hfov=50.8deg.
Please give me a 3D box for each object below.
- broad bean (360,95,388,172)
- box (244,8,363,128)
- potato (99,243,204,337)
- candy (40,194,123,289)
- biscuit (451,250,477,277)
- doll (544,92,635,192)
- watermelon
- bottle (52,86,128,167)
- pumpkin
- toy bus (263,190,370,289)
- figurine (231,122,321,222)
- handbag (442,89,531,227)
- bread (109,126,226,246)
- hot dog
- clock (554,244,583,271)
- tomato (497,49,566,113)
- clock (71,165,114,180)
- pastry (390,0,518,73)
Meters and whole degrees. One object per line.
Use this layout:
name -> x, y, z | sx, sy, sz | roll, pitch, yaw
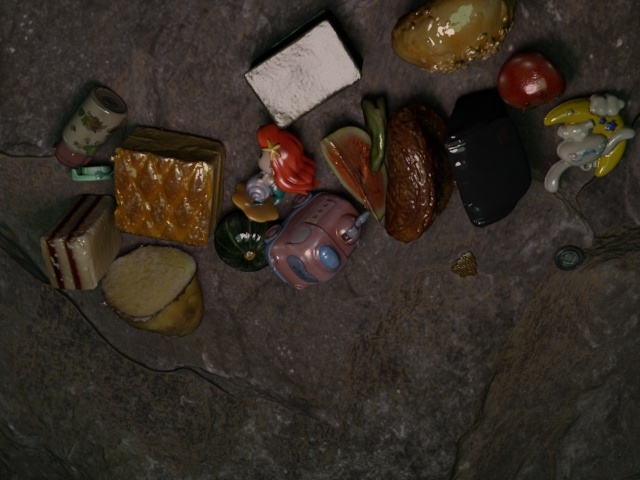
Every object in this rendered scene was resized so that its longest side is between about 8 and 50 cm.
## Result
broad bean -> 0.154, -0.289, 1.815 | 0.072, 0.153, 0.207 | -7, 88, 8
box -> -0.043, -0.448, 1.762 | 0.273, 0.143, 0.184 | -30, 112, 19
potato -> -0.512, 0.190, 2.121 | 0.288, 0.300, 0.237 | 40, 154, 26
candy -> -0.689, 0.001, 1.982 | 0.135, 0.321, 0.180 | 2, 116, 2
biscuit -> 0.448, 0.074, 2.065 | 0.082, 0.016, 0.092 | 13, 121, -1
doll -> 0.708, -0.266, 1.796 | 0.252, 0.111, 0.237 | -18, 117, 5
watermelon -> 0.082, -0.202, 1.892 | 0.128, 0.159, 0.303 | -10, 127, 37
bottle -> -0.664, -0.311, 1.920 | 0.120, 0.120, 0.253 | 40, 117, -15
pumpkin -> -0.215, -0.002, 2.021 | 0.211, 0.152, 0.212 | -10, 137, -10
toy bus -> 0.000, 0.000, 1.911 | 0.231, 0.294, 0.197 | 8, 141, 55
figurine -> -0.116, -0.189, 1.878 | 0.208, 0.181, 0.257 | 47, 130, 14
handbag -> 0.445, -0.214, 1.758 | 0.177, 0.275, 0.302 | -13, 117, 22
bread -> -0.427, -0.157, 1.927 | 0.278, 0.207, 0.279 | 8, 118, 3
hot dog -> 0.267, -0.179, 1.822 | 0.174, 0.267, 0.388 | 10, 122, 21
clock -> 0.744, 0.053, 2.019 | 0.085, 0.017, 0.085 | 3, 119, 5
tomato -> 0.535, -0.410, 1.718 | 0.167, 0.167, 0.167 | 3, 119, 5
clock -> -0.659, -0.201, 1.994 | 0.134, 0.101, 0.041 | -4, 98, 1
pastry -> 0.320, -0.497, 1.599 | 0.315, 0.284, 0.184 | -9, 113, 56
